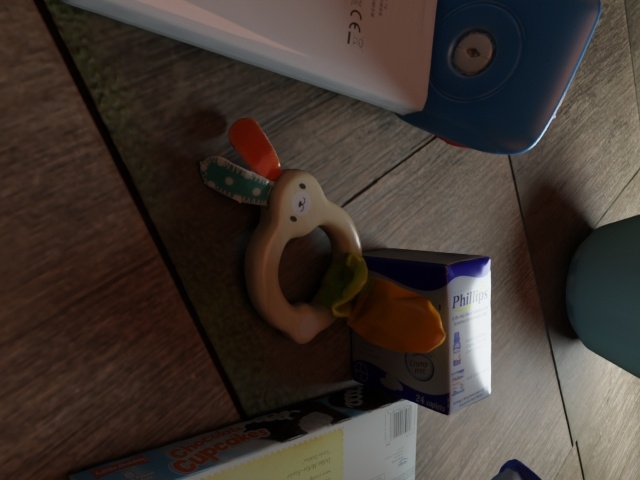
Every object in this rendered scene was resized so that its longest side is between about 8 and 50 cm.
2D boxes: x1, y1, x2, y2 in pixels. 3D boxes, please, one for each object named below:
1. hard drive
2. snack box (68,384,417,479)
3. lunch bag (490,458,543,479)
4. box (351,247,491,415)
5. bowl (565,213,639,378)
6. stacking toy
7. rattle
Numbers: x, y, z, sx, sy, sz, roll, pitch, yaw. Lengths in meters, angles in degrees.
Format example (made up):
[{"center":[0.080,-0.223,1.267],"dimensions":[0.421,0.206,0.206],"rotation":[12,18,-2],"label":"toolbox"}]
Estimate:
[{"center":[-0.026,-0.238,0.411],"dimensions":[0.308,0.040,0.203],"rotation":[7,88,-34],"label":"hard drive"},{"center":[-0.039,0.249,0.446],"dimensions":[0.322,0.060,0.187],"rotation":[-1,95,-42],"label":"snack box"},{"center":[0.117,0.461,0.467],"dimensions":[0.328,0.239,0.385],"rotation":[-20,139,-40],"label":"lunch bag"},{"center":[0.095,0.081,0.509],"dimensions":[0.072,0.126,0.137],"rotation":[-6,97,-39],"label":"box"},{"center":[0.532,0.089,0.872],"dimensions":[0.312,0.163,0.311],"rotation":[-3,94,-42],"label":"bowl"},{"center":[0.219,-0.177,0.604],"dimensions":[0.302,0.175,0.165],"rotation":[-3,119,-58],"label":"stacking toy"},{"center":[0.000,0.000,0.416],"dimensions":[0.130,0.143,0.199],"rotation":[-25,116,-18],"label":"rattle"}]
